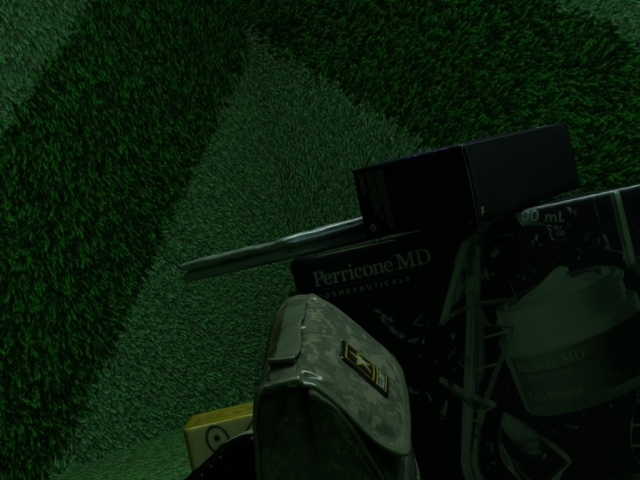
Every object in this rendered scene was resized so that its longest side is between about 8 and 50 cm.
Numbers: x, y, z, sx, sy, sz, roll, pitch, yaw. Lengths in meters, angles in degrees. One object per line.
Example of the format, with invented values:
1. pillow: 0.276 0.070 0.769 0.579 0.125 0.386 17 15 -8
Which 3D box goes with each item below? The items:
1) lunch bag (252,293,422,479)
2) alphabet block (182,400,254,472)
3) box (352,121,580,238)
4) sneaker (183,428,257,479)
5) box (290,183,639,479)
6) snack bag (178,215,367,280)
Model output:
1. lunch bag: 0.015 0.212 0.938 0.169 0.287 0.235 -13 15 7
2. alphabet block: -0.165 0.449 1.874 0.192 0.197 0.193 -12 -2 -4
3. box: 0.201 -0.083 1.226 0.184 0.103 0.261 -6 7 44
4. sneaker: -0.141 0.307 1.042 0.217 0.079 0.121 -47 -15 29
5. box: 0.251 0.201 1.294 0.480 0.472 0.297 -13 -2 7
6. snack bag: 0.000 0.000 1.384 0.342 0.037 0.323 -12 -2 -35
